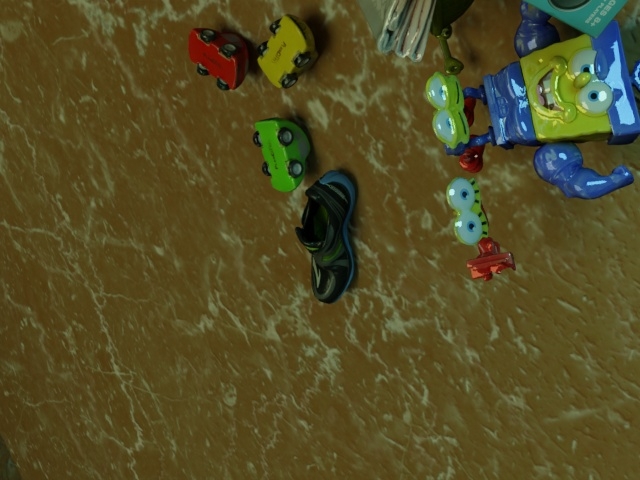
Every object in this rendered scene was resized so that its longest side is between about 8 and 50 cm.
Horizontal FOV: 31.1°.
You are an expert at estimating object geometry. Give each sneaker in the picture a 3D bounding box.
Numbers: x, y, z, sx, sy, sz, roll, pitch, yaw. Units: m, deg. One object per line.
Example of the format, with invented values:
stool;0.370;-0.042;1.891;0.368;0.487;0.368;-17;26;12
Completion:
sneaker;0.000;0.000;1.471;0.067;0.078;0.188;30;133;36

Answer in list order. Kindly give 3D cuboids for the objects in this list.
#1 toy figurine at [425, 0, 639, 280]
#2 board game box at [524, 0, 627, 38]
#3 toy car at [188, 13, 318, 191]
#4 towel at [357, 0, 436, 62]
toy figurine;0.219;-0.157;1.096;0.217;0.191;0.362;-12;81;14
board game box;0.150;-0.325;0.836;0.253;0.336;0.079;-53;33;30
toy car;-0.061;-0.173;1.459;0.239;0.053;0.224;4;115;50
towel;0.062;-0.379;1.047;0.331;0.054;0.316;-107;22;-47
